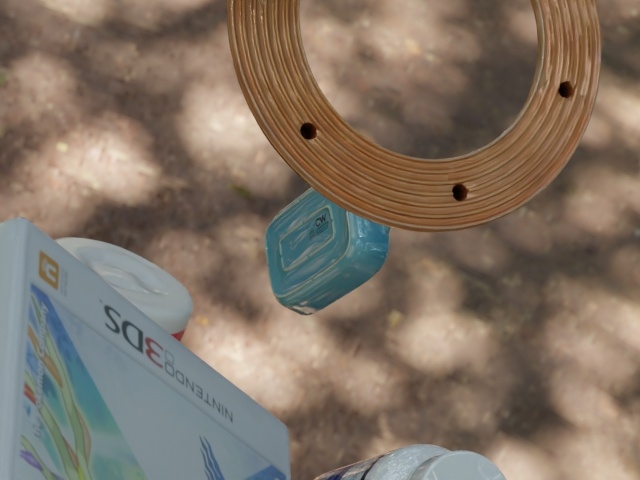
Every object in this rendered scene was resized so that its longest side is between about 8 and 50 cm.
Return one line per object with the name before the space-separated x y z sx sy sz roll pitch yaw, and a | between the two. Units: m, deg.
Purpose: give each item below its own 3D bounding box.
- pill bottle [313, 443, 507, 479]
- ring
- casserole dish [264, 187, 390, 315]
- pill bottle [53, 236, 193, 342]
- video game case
pill bottle | 0.054 0.185 1.071 0.094 0.169 0.094 8 71 -24
ring | 0.080 -0.172 1.343 0.337 0.032 0.336 4 81 -23
casserole dish | 0.000 0.000 1.563 0.037 0.188 0.114 6 64 -35
pill bottle | -0.276 0.172 1.785 0.176 0.318 0.176 23 15 -7
video game case | -0.100 0.191 0.955 0.300 0.036 0.329 44 32 -45
